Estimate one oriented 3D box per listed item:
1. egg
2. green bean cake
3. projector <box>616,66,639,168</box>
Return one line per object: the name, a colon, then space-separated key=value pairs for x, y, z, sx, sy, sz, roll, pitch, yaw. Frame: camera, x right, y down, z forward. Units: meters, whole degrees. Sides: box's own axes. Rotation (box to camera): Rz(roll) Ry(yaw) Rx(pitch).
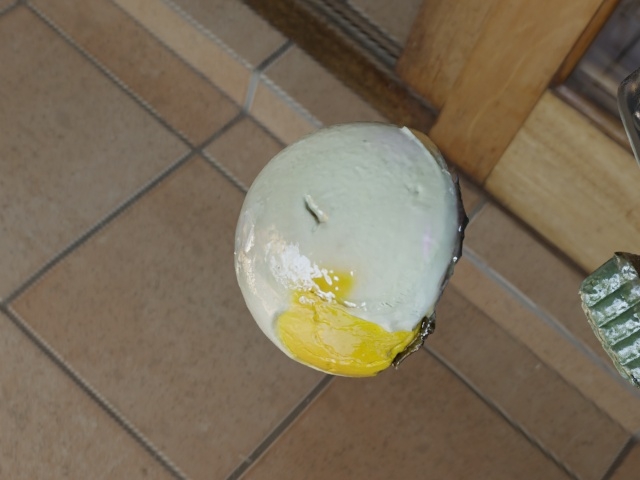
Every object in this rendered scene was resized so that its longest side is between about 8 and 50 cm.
egg: x=0.000 y=0.000 z=1.205 sx=0.201 sy=0.337 sz=0.337 roll=12 pitch=56 yaw=-30
green bean cake: x=0.435 y=0.114 z=1.397 sx=0.173 sy=0.094 sz=0.181 roll=11 pitch=49 yaw=-58
projector: x=0.482 y=-0.039 z=0.855 sx=0.242 sy=0.405 sz=0.395 roll=-18 pitch=85 yaw=-16
